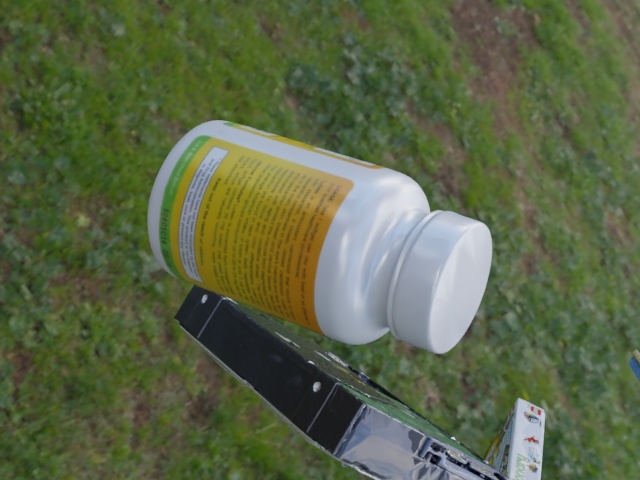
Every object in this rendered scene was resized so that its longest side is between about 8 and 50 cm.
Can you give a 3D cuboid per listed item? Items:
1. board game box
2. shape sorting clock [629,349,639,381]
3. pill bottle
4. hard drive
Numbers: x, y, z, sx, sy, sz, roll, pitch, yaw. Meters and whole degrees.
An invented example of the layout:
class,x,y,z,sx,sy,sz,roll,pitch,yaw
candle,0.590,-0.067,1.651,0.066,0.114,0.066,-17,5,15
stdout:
class,x,y,z,sx,sy,sz,roll,pitch,yaw
board game box,0.261,0.387,1.542,0.053,0.193,0.305,26,24,4
shape sorting clock,0.390,0.196,1.077,0.206,0.040,0.206,51,13,-16
pill bottle,0.000,0.000,0.811,0.136,0.245,0.136,-38,138,-45
hard drive,0.014,0.163,1.084,0.237,0.064,0.339,32,-3,-37
